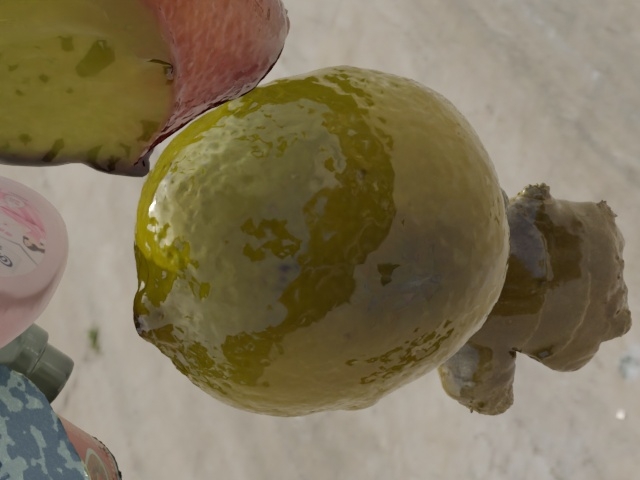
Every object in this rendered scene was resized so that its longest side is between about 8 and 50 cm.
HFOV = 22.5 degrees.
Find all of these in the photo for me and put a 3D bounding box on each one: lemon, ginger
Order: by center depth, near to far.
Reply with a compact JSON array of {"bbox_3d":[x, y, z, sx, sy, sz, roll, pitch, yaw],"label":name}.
[{"bbox_3d":[-0.002,0.001,1.181,0.284,0.260,0.260,-30,38,1],"label":"lemon"},{"bbox_3d":[0.139,0.055,1.701,0.166,0.376,0.236,-70,-23,-55],"label":"ginger"}]

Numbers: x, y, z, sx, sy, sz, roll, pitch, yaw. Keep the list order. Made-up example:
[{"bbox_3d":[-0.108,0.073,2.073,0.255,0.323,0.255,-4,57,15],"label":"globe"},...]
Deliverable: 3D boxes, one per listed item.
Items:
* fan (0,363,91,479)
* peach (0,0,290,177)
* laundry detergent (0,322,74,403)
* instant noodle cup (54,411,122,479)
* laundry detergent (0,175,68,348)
[{"bbox_3d":[-0.269,0.162,1.352,0.240,0.009,0.131,29,120,28],"label":"fan"},{"bbox_3d":[-0.131,-0.119,0.496,0.154,0.267,0.158,115,156,-58],"label":"peach"},{"bbox_3d":[-0.452,0.065,1.707,0.125,0.398,0.264,-35,25,51],"label":"laundry detergent"},{"bbox_3d":[-0.302,0.243,1.640,0.193,0.212,0.193,-6,72,17],"label":"instant noodle cup"},{"bbox_3d":[-0.281,0.030,1.175,0.335,0.159,0.088,-81,6,-73],"label":"laundry detergent"}]
